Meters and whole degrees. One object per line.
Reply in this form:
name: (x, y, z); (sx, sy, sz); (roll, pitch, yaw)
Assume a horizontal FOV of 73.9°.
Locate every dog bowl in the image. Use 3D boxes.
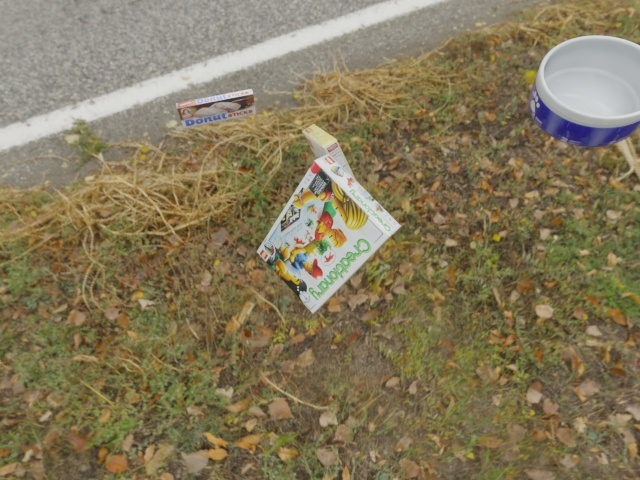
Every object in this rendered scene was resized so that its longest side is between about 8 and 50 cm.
dog bowl: (0.649, -0.357, 1.017); (0.265, 0.104, 0.264); (-4, 64, 7)

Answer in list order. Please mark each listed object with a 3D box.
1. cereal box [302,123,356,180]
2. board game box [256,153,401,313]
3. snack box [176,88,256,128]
cereal box: (0.042, -0.201, 1.207); (0.047, 0.240, 0.173); (-34, 35, -3)
board game box: (0.000, 0.000, 0.866); (0.193, 0.305, 0.053); (46, 45, 8)
snack box: (-0.245, -0.313, 1.013); (0.178, 0.064, 0.022); (-14, 61, -10)
